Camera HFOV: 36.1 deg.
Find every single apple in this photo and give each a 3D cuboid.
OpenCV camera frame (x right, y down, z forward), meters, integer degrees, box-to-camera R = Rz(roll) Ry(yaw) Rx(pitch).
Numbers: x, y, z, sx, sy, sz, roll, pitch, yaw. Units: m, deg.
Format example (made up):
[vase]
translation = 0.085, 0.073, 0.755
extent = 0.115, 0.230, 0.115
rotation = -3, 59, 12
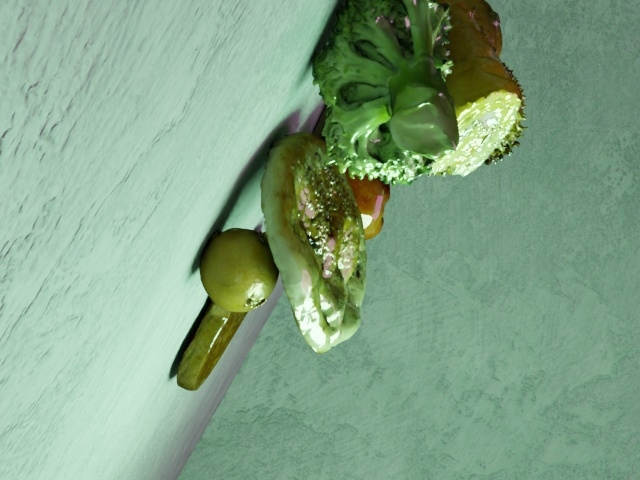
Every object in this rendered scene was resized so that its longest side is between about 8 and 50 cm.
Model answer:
[apple]
translation = 0.027, -0.097, 1.965
extent = 0.234, 0.234, 0.234
rotation = -60, 177, -6

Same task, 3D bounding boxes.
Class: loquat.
[loquat]
translation = -0.133, 0.047, 1.606
extent = 0.141, 0.141, 0.141
rotation = -60, 177, -6

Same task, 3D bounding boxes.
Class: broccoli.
[broccoli]
translation = 0.122, -0.203, 1.516
extent = 0.353, 0.274, 0.397
rotation = 67, 7, -54

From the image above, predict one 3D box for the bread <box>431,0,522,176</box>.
[bread]
translation = 0.213, -0.327, 1.793
extent = 0.236, 0.165, 0.375
rotation = -58, -137, 43

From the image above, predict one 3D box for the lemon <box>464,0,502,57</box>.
[lemon]
translation = 0.257, -0.437, 2.192
extent = 0.319, 0.245, 0.245
rotation = -16, -154, 35

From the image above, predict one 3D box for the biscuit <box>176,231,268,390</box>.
[biscuit]
translation = -0.195, 0.141, 2.046
extent = 0.367, 0.063, 0.314
rotation = -59, 174, -18

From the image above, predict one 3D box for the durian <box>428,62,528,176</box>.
[durian]
translation = 0.282, -0.246, 2.022
extent = 0.292, 0.258, 0.258
rotation = -20, -178, 7

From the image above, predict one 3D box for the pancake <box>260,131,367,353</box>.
[pancake]
translation = 0.000, -0.001, 1.695
extent = 0.387, 0.082, 0.387
rotation = -10, 90, -66

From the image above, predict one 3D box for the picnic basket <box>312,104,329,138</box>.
[picnic basket]
translation = 0.070, -0.235, 2.121
extent = 0.267, 0.139, 0.165
rotation = -62, 177, 33
